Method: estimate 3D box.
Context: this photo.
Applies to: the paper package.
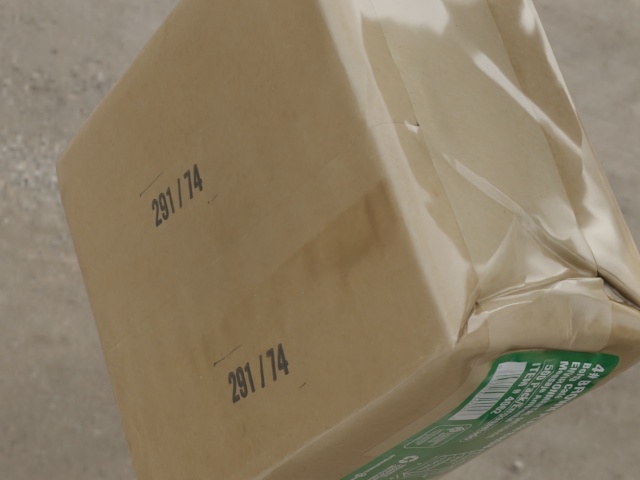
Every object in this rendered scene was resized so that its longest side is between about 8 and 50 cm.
[{"bbox_3d":[0.000,0.000,0.816,0.168,0.325,0.309,-1,62,-38],"label":"paper package"}]
